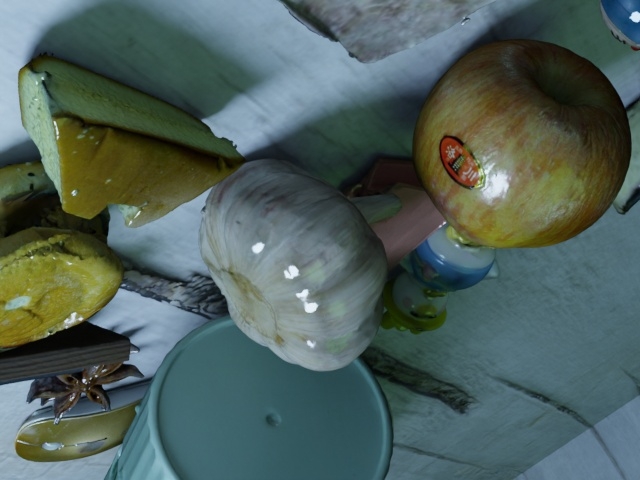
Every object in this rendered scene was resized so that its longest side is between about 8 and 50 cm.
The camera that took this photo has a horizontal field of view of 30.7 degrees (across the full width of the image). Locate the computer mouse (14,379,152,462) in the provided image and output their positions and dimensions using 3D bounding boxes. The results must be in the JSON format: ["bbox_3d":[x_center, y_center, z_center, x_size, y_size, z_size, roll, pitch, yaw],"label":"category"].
[{"bbox_3d":[-0.270,0.221,1.407,0.199,0.045,0.102,-12,146,-38],"label":"computer mouse"}]

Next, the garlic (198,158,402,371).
[{"bbox_3d":[0.000,0.000,1.154,0.212,0.218,0.218,-37,161,-28],"label":"garlic"}]

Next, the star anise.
[{"bbox_3d":[-0.259,0.149,1.285,0.141,0.042,0.141,-23,151,-13],"label":"star anise"}]

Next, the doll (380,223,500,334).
[{"bbox_3d":[0.148,0.042,1.487,0.135,0.098,0.241,-18,151,-37],"label":"doll"}]

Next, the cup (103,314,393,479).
[{"bbox_3d":[-0.099,0.253,1.360,0.310,0.400,0.392,4,144,-16],"label":"cup"}]

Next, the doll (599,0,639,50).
[{"bbox_3d":[0.285,-0.234,1.057,0.114,0.152,0.085,-14,153,-36],"label":"doll"}]

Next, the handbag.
[{"bbox_3d":[0.050,-0.005,1.331,0.212,0.059,0.157,-45,153,28],"label":"handbag"}]

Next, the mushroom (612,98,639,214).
[{"bbox_3d":[0.499,-0.157,1.494,0.344,0.130,0.247,-23,170,-14],"label":"mushroom"}]

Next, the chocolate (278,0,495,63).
[{"bbox_3d":[0.041,-0.238,0.837,0.185,0.100,0.303,-28,155,18],"label":"chocolate"}]

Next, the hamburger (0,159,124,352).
[{"bbox_3d":[-0.261,0.017,0.973,0.185,0.113,0.177,-38,162,34],"label":"hamburger"}]

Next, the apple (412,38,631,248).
[{"bbox_3d":[0.198,-0.092,1.155,0.211,0.211,0.188,-11,144,-38],"label":"apple"}]

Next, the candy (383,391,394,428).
[{"bbox_3d":[-0.038,0.355,1.773,0.386,0.186,0.427,-39,159,7],"label":"candy"}]

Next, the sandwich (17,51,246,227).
[{"bbox_3d":[-0.164,-0.073,0.925,0.088,0.090,0.244,-45,155,18],"label":"sandwich"}]

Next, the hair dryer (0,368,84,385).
[{"bbox_3d":[-0.349,0.160,1.199,0.173,0.050,0.195,-5,150,-32],"label":"hair dryer"}]

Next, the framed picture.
[{"bbox_3d":[-0.282,0.096,1.080,0.168,0.128,0.023,-5,104,-45],"label":"framed picture"}]
